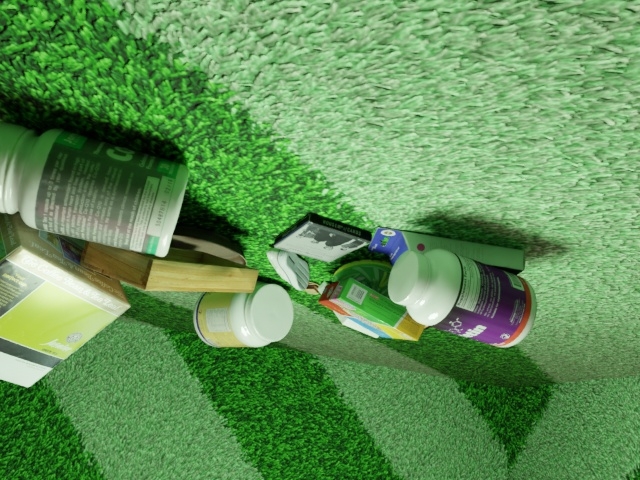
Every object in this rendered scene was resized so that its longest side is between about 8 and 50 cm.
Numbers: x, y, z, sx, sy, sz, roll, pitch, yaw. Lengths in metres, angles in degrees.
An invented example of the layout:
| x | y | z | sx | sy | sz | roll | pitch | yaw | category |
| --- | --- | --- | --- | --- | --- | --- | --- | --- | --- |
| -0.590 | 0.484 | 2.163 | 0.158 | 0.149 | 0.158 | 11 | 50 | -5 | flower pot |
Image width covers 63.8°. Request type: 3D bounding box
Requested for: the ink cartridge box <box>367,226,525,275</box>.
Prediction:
| x | y | z | sx | sy | sz | roll | pitch | yaw | category |
| --- | --- | --- | --- | --- | --- | --- | --- | --- | --- |
| 0.313 | 0.049 | 1.336 | 0.371 | 0.069 | 0.175 | 11 | 159 | 0 | ink cartridge box |

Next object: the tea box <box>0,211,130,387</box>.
| x | y | z | sx | sy | sz | roll | pitch | yaw | category |
| --- | --- | --- | --- | --- | --- | --- | --- | --- | --- |
| -0.684 | 0.115 | 1.165 | 0.324 | 0.220 | 0.329 | -37 | 144 | -1 | tea box |

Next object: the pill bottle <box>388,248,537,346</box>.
| x | y | z | sx | sy | sz | roll | pitch | yaw | category |
| --- | --- | --- | --- | --- | --- | --- | --- | --- | --- |
| 0.327 | 0.129 | 1.203 | 0.323 | 0.181 | 0.181 | 18 | 157 | -19 | pill bottle |

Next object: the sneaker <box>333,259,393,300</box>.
| x | y | z | sx | sy | sz | roll | pitch | yaw | category |
| --- | --- | --- | --- | --- | --- | --- | --- | --- | --- |
| 0.184 | 0.130 | 1.506 | 0.296 | 0.123 | 0.109 | 9 | 160 | 1 | sneaker |

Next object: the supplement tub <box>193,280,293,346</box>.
| x | y | z | sx | sy | sz | roll | pitch | yaw | category |
| --- | --- | --- | --- | --- | --- | --- | --- | --- | --- |
| -0.288 | 0.275 | 1.911 | 0.331 | 0.240 | 0.241 | -11 | 152 | 41 | supplement tub |

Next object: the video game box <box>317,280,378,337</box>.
| x | y | z | sx | sy | sz | roll | pitch | yaw | category |
| --- | --- | --- | --- | --- | --- | --- | --- | --- | --- |
| 0.105 | 0.239 | 1.781 | 0.048 | 0.187 | 0.205 | -48 | 136 | 13 | video game box |

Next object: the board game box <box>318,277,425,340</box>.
| x | y | z | sx | sy | sz | roll | pitch | yaw | category |
| --- | --- | --- | --- | --- | --- | --- | --- | --- | --- |
| 0.137 | 0.203 | 1.496 | 0.242 | 0.064 | 0.316 | 29 | 167 | -5 | board game box |

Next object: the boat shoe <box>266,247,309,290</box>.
| x | y | z | sx | sy | sz | roll | pitch | yaw | category |
| --- | --- | --- | --- | --- | --- | --- | --- | --- | --- |
| -0.097 | 0.078 | 1.570 | 0.076 | 0.083 | 0.226 | 13 | 151 | 24 | boat shoe |

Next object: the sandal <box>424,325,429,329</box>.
| x | y | z | sx | sy | sz | roll | pitch | yaw | category |
| --- | --- | --- | --- | --- | --- | --- | --- | --- | --- |
| 0.427 | 0.332 | 2.050 | 0.180 | 0.049 | 0.072 | 4 | 159 | 13 | sandal |

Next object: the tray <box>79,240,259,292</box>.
| x | y | z | sx | sy | sz | roll | pitch | yaw | category |
| --- | --- | --- | --- | --- | --- | --- | --- | --- | --- |
| -0.350 | 0.069 | 1.270 | 0.203 | 0.076 | 0.411 | 16 | -178 | 25 | tray |

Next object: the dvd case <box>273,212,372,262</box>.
| x | y | z | sx | sy | sz | roll | pitch | yaw | category |
| --- | --- | --- | --- | --- | --- | --- | --- | --- | --- |
| 0.000 | 0.000 | 1.371 | 0.179 | 0.029 | 0.239 | 17 | 158 | -22 | dvd case |

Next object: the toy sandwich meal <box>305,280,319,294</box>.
| x | y | z | sx | sy | sz | roll | pitch | yaw | category |
| --- | --- | --- | --- | --- | --- | --- | --- | --- | --- |
| -0.040 | 0.167 | 1.827 | 0.086 | 0.029 | 0.085 | 7 | 159 | 3 | toy sandwich meal |

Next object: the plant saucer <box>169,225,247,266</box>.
| x | y | z | sx | sy | sz | roll | pitch | yaw | category |
| --- | --- | --- | --- | --- | --- | --- | --- | --- | --- |
| -0.372 | 0.023 | 1.552 | 0.311 | 0.050 | 0.310 | 7 | 159 | 3 | plant saucer |

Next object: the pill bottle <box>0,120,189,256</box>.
| x | y | z | sx | sy | sz | roll | pitch | yaw | category |
| --- | --- | --- | --- | --- | --- | --- | --- | --- | --- |
| -0.467 | -0.103 | 1.036 | 0.361 | 0.204 | 0.204 | 15 | 159 | -17 | pill bottle |
